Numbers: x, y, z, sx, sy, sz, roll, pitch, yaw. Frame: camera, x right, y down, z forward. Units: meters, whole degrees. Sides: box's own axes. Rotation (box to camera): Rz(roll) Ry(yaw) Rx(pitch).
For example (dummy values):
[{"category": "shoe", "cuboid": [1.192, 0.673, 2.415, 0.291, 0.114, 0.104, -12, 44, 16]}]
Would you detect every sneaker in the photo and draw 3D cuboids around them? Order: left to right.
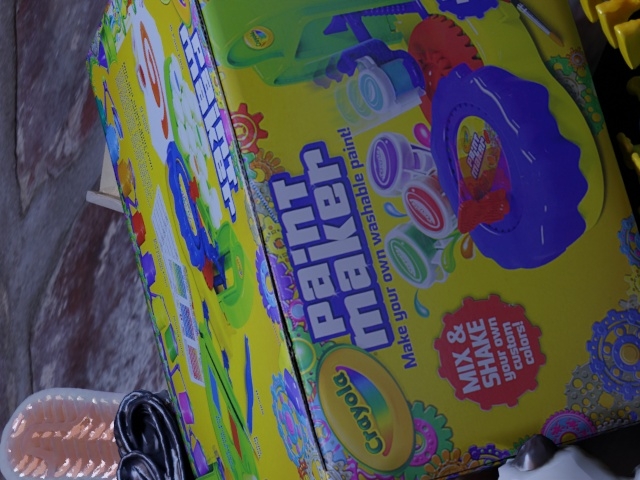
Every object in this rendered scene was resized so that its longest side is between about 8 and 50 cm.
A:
[{"category": "sneaker", "cuboid": [-0.094, 0.172, 1.333, 0.302, 0.121, 0.108, 8, 71, 43]}]

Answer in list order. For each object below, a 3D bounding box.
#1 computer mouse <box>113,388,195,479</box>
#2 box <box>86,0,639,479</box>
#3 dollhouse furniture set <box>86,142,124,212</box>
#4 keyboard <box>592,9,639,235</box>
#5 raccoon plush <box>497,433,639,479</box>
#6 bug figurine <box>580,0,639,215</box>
[{"category": "computer mouse", "cuboid": [-0.013, 0.115, 1.175, 0.272, 0.072, 0.188, -44, 51, 27]}, {"category": "box", "cuboid": [0.014, -0.016, 0.938, 0.279, 0.177, 0.290, 141, 115, -73]}, {"category": "dollhouse furniture set", "cuboid": [-0.076, -0.102, 1.407, 0.161, 0.101, 0.181, 17, 103, 38]}, {"category": "keyboard", "cuboid": [0.179, -0.122, 0.918, 0.201, 0.033, 0.317, 34, 112, 32]}, {"category": "raccoon plush", "cuboid": [0.153, 0.298, 0.790, 0.299, 0.446, 0.216, -24, 16, 14]}, {"category": "bug figurine", "cuboid": [0.175, -0.044, 0.764, 0.072, 0.279, 0.216, -30, 59, 0]}]
